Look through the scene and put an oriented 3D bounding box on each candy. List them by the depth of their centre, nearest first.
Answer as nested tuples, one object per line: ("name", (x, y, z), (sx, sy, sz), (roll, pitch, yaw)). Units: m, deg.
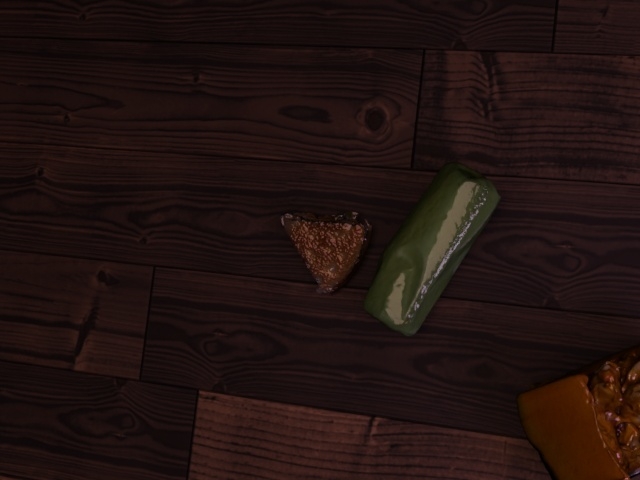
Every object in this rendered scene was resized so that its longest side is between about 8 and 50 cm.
("candy", (0.210, 0.013, 1.712), (0.142, 0.132, 0.344), (31, 93, 1))

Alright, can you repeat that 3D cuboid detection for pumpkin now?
("pumpkin", (0.514, 0.311, 1.532), (0.303, 0.256, 0.226), (-18, 74, -10))

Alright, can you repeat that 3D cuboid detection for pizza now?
("pizza", (0.000, 0.000, 1.815), (0.195, 0.052, 0.185), (34, 101, 12))
